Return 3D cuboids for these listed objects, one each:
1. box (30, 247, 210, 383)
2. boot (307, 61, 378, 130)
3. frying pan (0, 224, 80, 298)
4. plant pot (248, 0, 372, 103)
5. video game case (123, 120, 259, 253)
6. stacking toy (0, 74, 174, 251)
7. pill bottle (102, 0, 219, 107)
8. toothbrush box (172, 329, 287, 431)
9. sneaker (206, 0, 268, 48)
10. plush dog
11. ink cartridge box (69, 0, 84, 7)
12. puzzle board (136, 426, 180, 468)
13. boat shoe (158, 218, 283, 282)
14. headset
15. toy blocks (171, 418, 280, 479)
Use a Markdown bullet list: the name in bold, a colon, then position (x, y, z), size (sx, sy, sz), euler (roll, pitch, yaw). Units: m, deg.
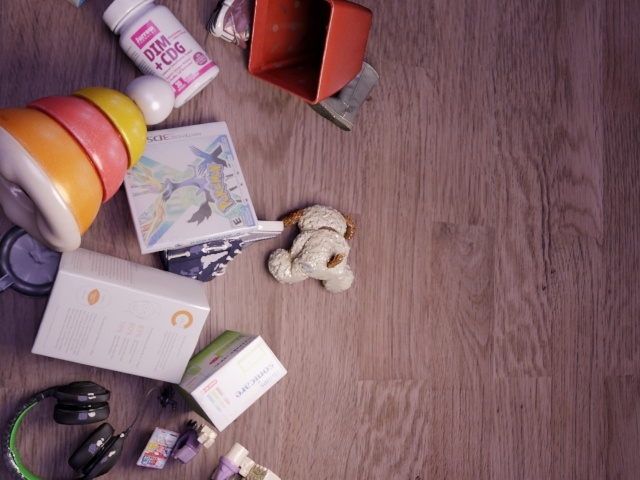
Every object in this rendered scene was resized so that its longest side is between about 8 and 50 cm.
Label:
- **box**: position (-0.469, 0.176, 1.504), size (0.346, 0.168, 0.214), euler (19, 104, -22)
- **boot**: position (0.069, -0.455, 1.885), size (0.190, 0.076, 0.208), euler (32, 81, -34)
- **frying pan**: position (-0.735, 0.060, 1.501), size (0.326, 0.053, 0.197), euler (-17, 92, -27)
- **plant pot**: position (-0.011, -0.558, 1.729), size (0.236, 0.267, 0.267), euler (-25, 137, -44)
- **video game case**: position (-0.345, -0.145, 1.623), size (0.300, 0.036, 0.328), euler (-12, 70, -20)
- **stacking toy**: position (-0.517, -0.234, 1.454), size (0.480, 0.351, 0.350), euler (-43, 103, -29)
- **pill bottle**: position (-0.409, -0.496, 1.625), size (0.160, 0.160, 0.283), euler (-46, 104, -20)
- **toothbrush box**: position (-0.238, 0.336, 1.572), size (0.206, 0.283, 0.122), euler (-39, 102, -21)
- **sneaker**: position (-0.193, -0.666, 1.779), size (0.163, 0.106, 0.281), euler (28, 84, -27)
- **plush dog**: position (0.000, 0.000, 1.773), size (0.263, 0.210, 0.225), euler (11, 58, -23)
- **ink cartridge box**: position (-0.600, -0.727, 1.601), size (0.134, 0.078, 0.231), euler (36, 73, -18)
- **puzzle board**: position (-0.402, 0.522, 1.583), size (0.011, 0.128, 0.096), euler (21, 74, 22)
- **boat shoe**: position (-0.263, 0.026, 1.685), size (0.341, 0.127, 0.158), euler (-4, 95, -17)
- **headset**: position (-0.548, 0.446, 1.529), size (0.395, 0.185, 0.243), euler (-19, 90, -9)
- **toy blocks**: position (-0.247, 0.650, 1.540), size (0.309, 0.289, 0.260), euler (47, 64, -18)
